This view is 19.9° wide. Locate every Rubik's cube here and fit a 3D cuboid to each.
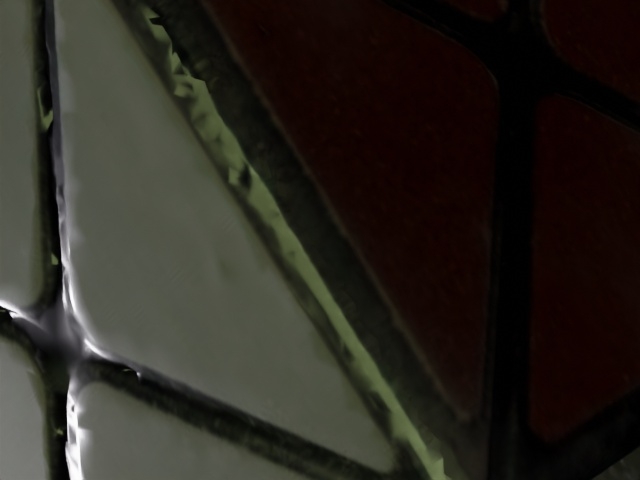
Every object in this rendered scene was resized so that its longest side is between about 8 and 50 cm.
[{"bbox_3d":[0.000,0.000,0.669,0.260,0.259,0.255,-40,77,47],"label":"Rubik's cube"}]
